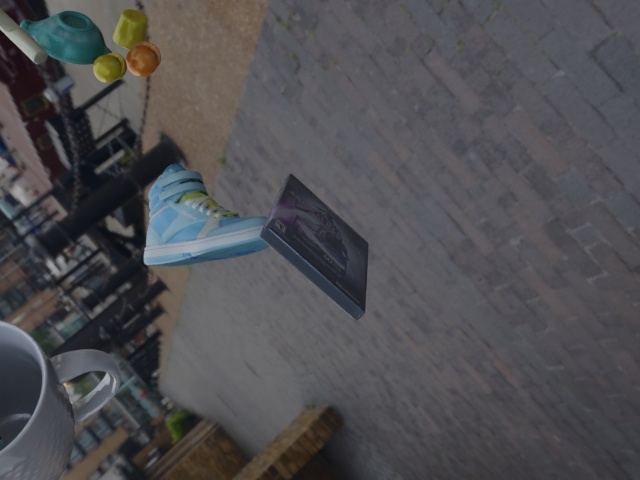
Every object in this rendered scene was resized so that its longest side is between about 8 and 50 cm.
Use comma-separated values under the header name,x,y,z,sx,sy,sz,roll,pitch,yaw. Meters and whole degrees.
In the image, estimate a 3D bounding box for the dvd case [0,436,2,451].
name,x,y,z,sx,sy,sz,roll,pitch,yaw
dvd case,-0.561,0.308,1.192,0.119,0.013,0.087,42,133,21

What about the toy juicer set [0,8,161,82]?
name,x,y,z,sx,sy,sz,roll,pitch,yaw
toy juicer set,-0.463,-0.360,1.375,0.209,0.329,0.089,58,137,31

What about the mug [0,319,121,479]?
name,x,y,z,sx,sy,sz,roll,pitch,yaw
mug,-0.541,0.316,1.308,0.276,0.374,0.328,53,158,28

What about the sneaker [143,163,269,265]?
name,x,y,z,sx,sy,sz,roll,pitch,yaw
sneaker,-0.232,-0.065,1.439,0.319,0.208,0.127,-9,170,30

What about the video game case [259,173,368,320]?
name,x,y,z,sx,sy,sz,roll,pitch,yaw
video game case,0.000,0.000,1.182,0.196,0.026,0.274,42,-160,-11
